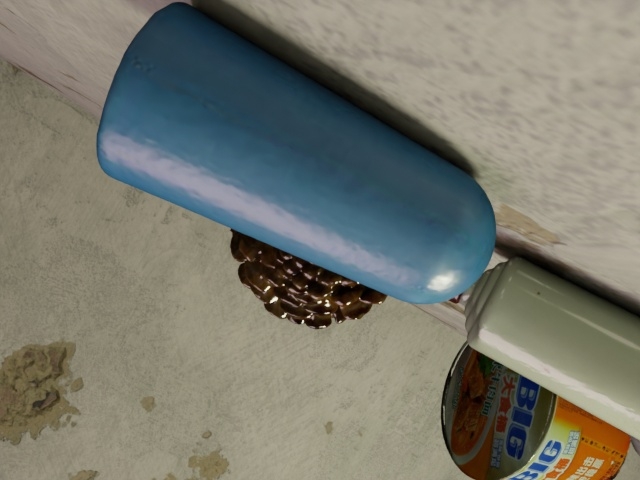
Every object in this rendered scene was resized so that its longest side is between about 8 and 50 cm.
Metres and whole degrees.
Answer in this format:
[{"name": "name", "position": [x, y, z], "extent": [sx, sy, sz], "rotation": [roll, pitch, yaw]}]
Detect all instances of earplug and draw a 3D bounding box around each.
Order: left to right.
[{"name": "earplug", "position": [-0.001, -0.045, 0.393], "extent": [0.272, 0.133, 0.132], "rotation": [27, 176, -3]}]

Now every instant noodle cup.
[{"name": "instant noodle cup", "position": [0.387, 0.308, 0.972], "extent": [0.213, 0.297, 0.296], "rotation": [23, 178, -16]}]

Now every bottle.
[{"name": "bottle", "position": [0.223, 0.089, 0.521], "extent": [0.245, 0.104, 0.104], "rotation": [29, 176, 16]}]

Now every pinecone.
[{"name": "pinecone", "position": [-0.001, 0.001, 0.553], "extent": [0.179, 0.150, 0.195], "rotation": [39, 136, 5]}]

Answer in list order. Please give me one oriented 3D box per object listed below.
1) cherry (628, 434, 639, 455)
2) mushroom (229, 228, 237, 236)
[{"name": "cherry", "position": [0.400, 0.201, 0.606], "extent": [0.188, 0.115, 0.148], "rotation": [41, -171, -41]}, {"name": "mushroom", "position": [-0.051, -0.032, 0.749], "extent": [0.194, 0.138, 0.231], "rotation": [28, 176, 28]}]
